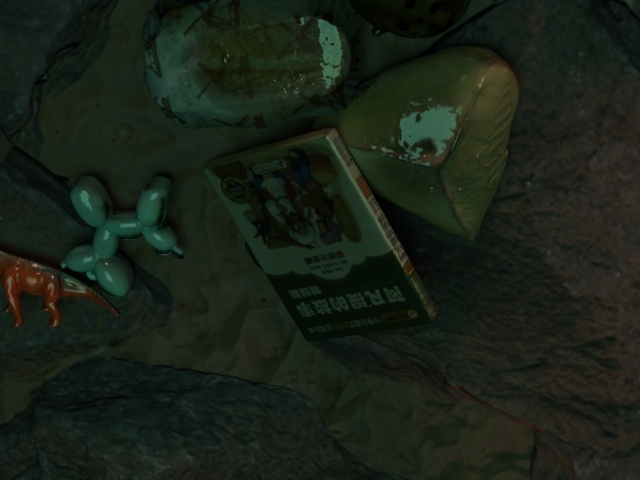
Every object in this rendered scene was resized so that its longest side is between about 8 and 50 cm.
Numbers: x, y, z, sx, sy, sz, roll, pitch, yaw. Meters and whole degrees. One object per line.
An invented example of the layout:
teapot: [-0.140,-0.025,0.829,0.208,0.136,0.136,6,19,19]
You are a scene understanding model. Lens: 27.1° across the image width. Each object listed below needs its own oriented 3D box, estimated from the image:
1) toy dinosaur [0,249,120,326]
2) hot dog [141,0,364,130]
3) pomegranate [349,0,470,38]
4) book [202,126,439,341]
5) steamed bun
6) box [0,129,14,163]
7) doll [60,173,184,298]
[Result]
toy dinosaur: [-0.380,0.053,1.670,0.280,0.055,0.101,11,108,3]
hot dog: [-0.077,-0.206,1.483,0.270,0.082,0.162,-6,108,19]
pomegranate: [0.100,-0.294,1.391,0.148,0.148,0.169,27,82,-7]
book: [0.000,0.000,1.562,0.202,0.027,0.264,-12,118,40]
steamed bun: [0.125,-0.120,1.484,0.231,0.110,0.212,28,117,-10]
box: [-0.533,-0.014,1.563,0.330,0.210,0.095,-35,108,22]
doll: [-0.247,-0.004,1.617,0.159,0.059,0.158,-6,116,9]
